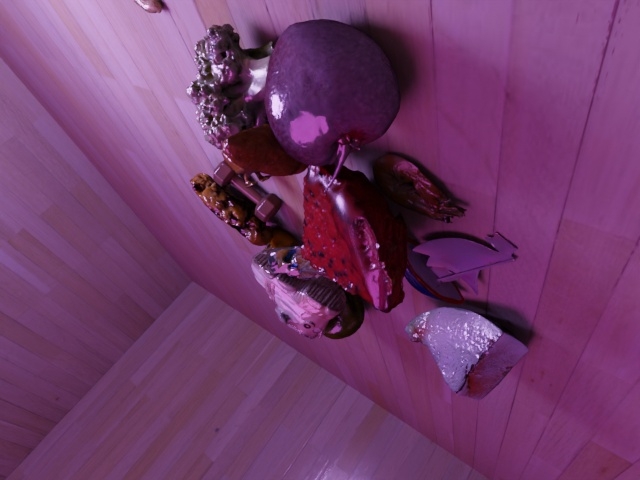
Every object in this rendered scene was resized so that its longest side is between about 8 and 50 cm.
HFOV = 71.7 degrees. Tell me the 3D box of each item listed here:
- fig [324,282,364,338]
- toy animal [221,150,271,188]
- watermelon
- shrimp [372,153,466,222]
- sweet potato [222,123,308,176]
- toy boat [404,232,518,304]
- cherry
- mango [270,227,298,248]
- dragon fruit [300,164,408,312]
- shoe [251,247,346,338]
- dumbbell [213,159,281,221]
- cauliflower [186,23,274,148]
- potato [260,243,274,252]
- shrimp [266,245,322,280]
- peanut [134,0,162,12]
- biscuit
[{"bbox_3d":[0.091,0.253,1.608,0.203,0.203,0.235,21,-169,39],"label":"fig"},{"bbox_3d":[-0.221,-0.239,1.236,0.188,0.089,0.179,5,122,55],"label":"toy animal"},{"bbox_3d":[0.379,0.315,1.142,0.319,0.214,0.289,-3,135,43],"label":"watermelon"},{"bbox_3d":[0.189,-0.100,0.877,0.217,0.051,0.115,36,158,25],"label":"shrimp"},{"bbox_3d":[-0.090,-0.158,0.793,0.097,0.251,0.097,6,103,25],"label":"sweet potato"},{"bbox_3d":[0.277,0.045,0.996,0.219,0.072,0.318,33,154,10],"label":"toy boat"},{"bbox_3d":[0.017,-0.228,0.710,0.266,0.213,0.183,65,-168,-2],"label":"cherry"},{"bbox_3d":[-0.147,0.002,1.590,0.187,0.066,0.101,28,154,43],"label":"mango"},{"bbox_3d":[0.083,0.027,0.924,0.302,0.240,0.330,22,-149,-39],"label":"dragon fruit"},{"bbox_3d":[-0.100,0.183,1.471,0.351,0.172,0.198,35,121,18],"label":"shoe"},{"bbox_3d":[-0.228,-0.157,1.386,0.231,0.082,0.092,40,159,0],"label":"dumbbell"},{"bbox_3d":[-0.129,-0.298,0.859,0.315,0.239,0.256,-13,99,43],"label":"cauliflower"},{"bbox_3d":[-0.189,0.075,1.752,0.117,0.090,0.225,43,152,9],"label":"potato"},{"bbox_3d":[0.011,0.066,1.227,0.445,0.221,0.110,-5,97,45],"label":"shrimp"},{"bbox_3d":[-0.390,-0.535,0.996,0.083,0.037,0.037,32,157,7],"label":"peanut"},{"bbox_3d":[-0.287,-0.113,1.481,0.334,0.081,0.289,42,-175,8],"label":"biscuit"}]
